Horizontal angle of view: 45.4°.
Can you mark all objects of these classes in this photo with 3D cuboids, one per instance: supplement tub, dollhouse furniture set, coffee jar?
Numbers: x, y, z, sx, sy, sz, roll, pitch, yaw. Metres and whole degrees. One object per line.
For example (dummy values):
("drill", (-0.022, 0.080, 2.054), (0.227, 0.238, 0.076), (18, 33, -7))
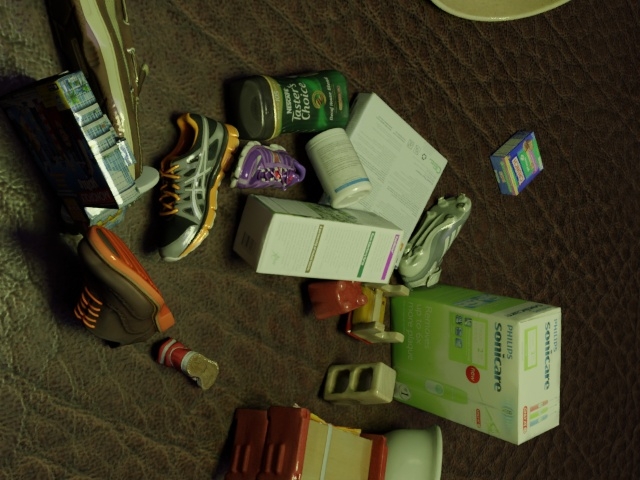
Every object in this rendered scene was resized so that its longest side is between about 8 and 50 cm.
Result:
("supplement tub", (0.028, -0.109, 1.168), (0.071, 0.071, 0.107), (-13, 74, -39))
("dollhouse furniture set", (0.003, 0.220, 1.219), (0.201, 0.152, 0.374), (31, 59, -39))
("coffee jar", (-0.047, -0.201, 1.134), (0.184, 0.079, 0.096), (-15, 105, -38))

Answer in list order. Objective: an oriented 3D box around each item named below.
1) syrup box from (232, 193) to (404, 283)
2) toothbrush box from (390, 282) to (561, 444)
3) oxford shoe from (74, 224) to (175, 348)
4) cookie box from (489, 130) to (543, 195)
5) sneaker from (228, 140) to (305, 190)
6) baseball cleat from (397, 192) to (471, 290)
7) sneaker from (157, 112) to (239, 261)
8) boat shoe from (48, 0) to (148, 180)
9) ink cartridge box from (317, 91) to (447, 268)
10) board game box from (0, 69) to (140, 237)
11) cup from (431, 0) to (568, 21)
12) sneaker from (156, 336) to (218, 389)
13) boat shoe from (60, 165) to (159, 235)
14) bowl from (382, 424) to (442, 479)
("syrup box", (0.000, 0.000, 1.157), (0.237, 0.093, 0.096), (8, 108, -33))
("toothbrush box", (0.260, 0.200, 1.321), (0.122, 0.283, 0.206), (-11, 104, -40))
("oxford shoe", (-0.247, 0.072, 0.914), (0.098, 0.097, 0.271), (-34, 158, -14))
("cookie box", (0.399, -0.157, 1.551), (0.107, 0.040, 0.091), (-40, 121, -29))
("sneaker", (-0.070, -0.101, 1.090), (0.170, 0.071, 0.068), (-25, 141, -62))
("baseball cleat", (0.210, 0.007, 1.405), (0.206, 0.072, 0.109), (-43, 135, -23))
("sneaker", (-0.184, -0.074, 1.037), (0.083, 0.084, 0.214), (29, 67, -38))
("boat shoe", (-0.251, -0.198, 0.950), (0.095, 0.095, 0.257), (-24, 111, -43))
("ink cartridge box", (0.096, -0.097, 1.293), (0.223, 0.045, 0.224), (35, 76, -37))
("board game box", (-0.268, -0.092, 0.873), (0.060, 0.194, 0.194), (-36, 115, -31))
("cup", (0.317, -0.565, 1.275), (0.331, 0.331, 0.237), (15, 62, -41))
("sneaker", (-0.191, 0.175, 1.093), (0.042, 0.067, 0.118), (-61, 159, -19))
("boat shoe", (-0.270, -0.053, 0.988), (0.142, 0.049, 0.040), (-33, 147, -34))
("bowl", (0.104, 0.441, 1.278), (0.134, 0.298, 0.297), (14, 86, 3))
